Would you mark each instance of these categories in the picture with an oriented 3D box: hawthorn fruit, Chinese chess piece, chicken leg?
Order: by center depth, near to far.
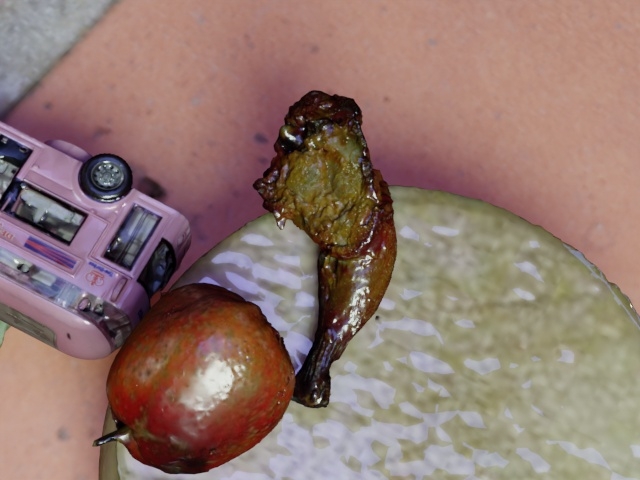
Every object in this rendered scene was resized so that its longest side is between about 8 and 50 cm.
[{"bbox_3d":[-0.046,0.056,0.509,0.077,0.077,0.077,3,67,-6],"label":"hawthorn fruit"},{"bbox_3d":[0.005,-0.001,0.557,0.062,0.037,0.145,-16,66,12],"label":"chicken leg"},{"bbox_3d":[0.035,0.105,0.590,0.270,0.112,0.270,2,66,-6],"label":"Chinese chess piece"}]

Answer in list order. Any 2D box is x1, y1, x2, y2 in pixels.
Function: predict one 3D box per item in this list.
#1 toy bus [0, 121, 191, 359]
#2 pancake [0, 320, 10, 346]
[{"bbox_3d":[-0.165,-0.020,0.611,0.203,0.063,0.090,26,66,3],"label":"toy bus"},{"bbox_3d":[-0.264,-0.005,0.637,0.254,0.037,0.253,4,65,-9],"label":"pancake"}]
